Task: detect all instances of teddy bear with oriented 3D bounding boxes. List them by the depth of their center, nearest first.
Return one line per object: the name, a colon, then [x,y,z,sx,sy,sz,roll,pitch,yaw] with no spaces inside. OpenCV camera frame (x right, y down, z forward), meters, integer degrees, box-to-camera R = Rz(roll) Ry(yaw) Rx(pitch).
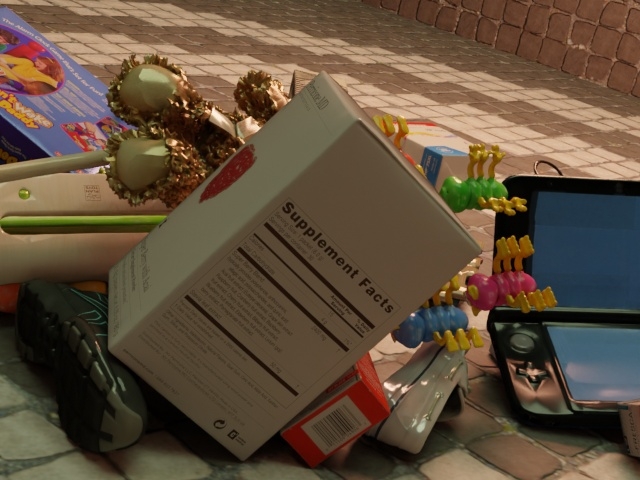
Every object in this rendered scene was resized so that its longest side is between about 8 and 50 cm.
teddy bear: [-0.092,-0.075,1.217,0.338,0.113,0.245,1,64,-44]

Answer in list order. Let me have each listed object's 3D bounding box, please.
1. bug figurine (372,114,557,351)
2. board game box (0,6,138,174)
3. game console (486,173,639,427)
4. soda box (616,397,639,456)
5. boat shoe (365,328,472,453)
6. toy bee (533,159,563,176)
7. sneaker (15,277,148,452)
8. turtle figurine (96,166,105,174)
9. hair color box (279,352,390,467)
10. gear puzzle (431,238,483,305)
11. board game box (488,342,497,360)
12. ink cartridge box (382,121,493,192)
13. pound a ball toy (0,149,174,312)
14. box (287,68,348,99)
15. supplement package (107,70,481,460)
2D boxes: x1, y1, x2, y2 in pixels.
bug figurine: [0.132,0.001,1.202,0.216,0.072,0.279,-1,61,-26]
board game box: [-0.401,-0.184,1.559,0.347,0.078,0.233,39,29,11]
game console: [0.349,0.067,1.263,0.293,0.173,0.250,2,35,-6]
soda box: [0.409,0.181,1.171,0.183,0.058,0.063,-9,-5,-9]
boat shoe: [0.115,0.156,1.157,0.076,0.083,0.226,35,35,14]
toy bee: [0.353,0.063,1.471,0.195,0.162,0.298,7,44,-39]
sneaker: [-0.203,0.104,1.051,0.106,0.101,0.267,3,22,-32]
turtle figurine: [-0.186,-0.037,1.438,0.217,0.087,0.269,4,-3,-19]
hair color box: [0.003,0.135,1.090,0.053,0.093,0.167,52,7,-21]
gear puzzle: [0.045,0.022,1.509,0.339,0.044,0.175,12,29,7]
board game box: [0.258,0.146,1.329,0.090,0.020,0.090,3,22,-20]
ink cartridge box: [0.185,-0.156,2.015,0.134,0.078,0.231,-3,25,-37]
pound a ball toy: [-0.264,-0.002,1.178,0.319,0.135,0.208,-1,-19,-34]
box: [-0.006,-0.241,2.106,0.113,0.094,0.275,10,20,-7]
supplement package: [-0.033,0.018,1.038,0.175,0.293,0.177,45,8,-22]
